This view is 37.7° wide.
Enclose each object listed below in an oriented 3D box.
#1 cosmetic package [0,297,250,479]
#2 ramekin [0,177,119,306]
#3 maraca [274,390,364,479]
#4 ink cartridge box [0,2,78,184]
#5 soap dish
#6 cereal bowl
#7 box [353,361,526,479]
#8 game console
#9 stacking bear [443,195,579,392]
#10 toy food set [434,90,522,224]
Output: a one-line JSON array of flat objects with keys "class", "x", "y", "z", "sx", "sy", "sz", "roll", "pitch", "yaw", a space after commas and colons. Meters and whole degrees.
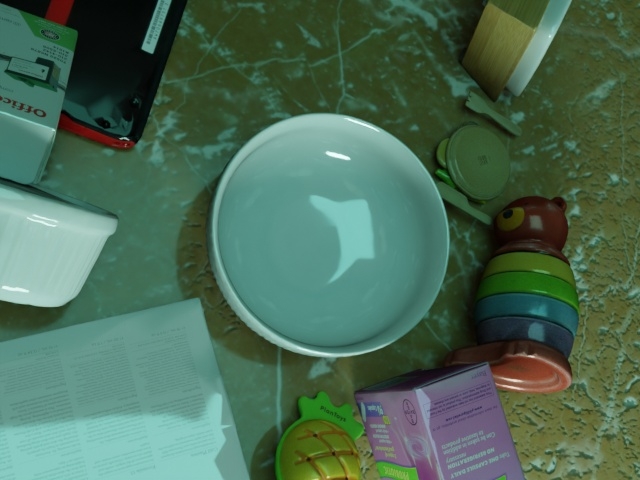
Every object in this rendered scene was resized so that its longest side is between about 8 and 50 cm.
[{"class": "cosmetic package", "x": -0.299, "y": 0.254, "z": 1.167, "sx": 0.378, "sy": 0.097, "sz": 0.284, "roll": -12, "pitch": 73, "yaw": -20}, {"class": "ramekin", "x": -0.390, "y": -0.012, "z": 1.122, "sx": 0.273, "sy": 0.273, "sz": 0.127, "roll": 17, "pitch": 91, "yaw": -15}, {"class": "maraca", "x": 0.001, "y": 0.292, "z": 1.284, "sx": 0.127, "sy": 0.099, "sz": 0.185, "roll": 30, "pitch": 46, "yaw": -14}, {"class": "ink cartridge box", "x": -0.391, "y": -0.187, "z": 1.128, "sx": 0.160, "sy": 0.092, "sz": 0.219, "roll": 17, "pitch": 39, "yaw": -21}, {"class": "soap dish", "x": 0.329, "y": -0.391, "z": 1.458, "sx": 0.118, "sy": 0.229, "sz": 0.290, "roll": 25, "pitch": 72, "yaw": 4}, {"class": "cereal bowl", "x": 0.000, "y": 0.000, "z": 1.310, "sx": 0.339, "sy": 0.141, "sz": 0.338, "roll": 4, "pitch": 78, "yaw": -18}, {"class": "box", "x": 0.166, "y": 0.301, "z": 1.272, "sx": 0.117, "sy": 0.213, "sz": 0.242, "roll": -16, "pitch": 86, "yaw": -21}, {"class": "game console", "x": -0.363, "y": -0.355, "z": 1.306, "sx": 0.342, "sy": 0.060, "sz": 0.386, "roll": 21, "pitch": 75, "yaw": -20}, {"class": "stacking bear", "x": 0.306, "y": 0.067, "z": 1.398, "sx": 0.164, "sy": 0.175, "sz": 0.288, "roll": 27, "pitch": 62, "yaw": -33}, {"class": "toy food set", "x": 0.241, "y": -0.124, "z": 1.475, "sx": 0.132, "sy": 0.038, "sz": 0.192, "roll": 31, "pitch": 66, "yaw": -18}]
